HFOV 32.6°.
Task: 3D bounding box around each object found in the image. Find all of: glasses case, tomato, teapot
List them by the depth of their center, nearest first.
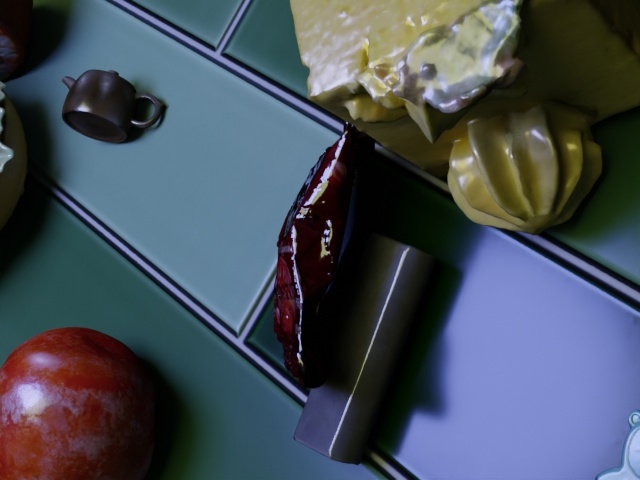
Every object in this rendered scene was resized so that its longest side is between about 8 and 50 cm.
[{"bbox_3d":[0.037,0.090,0.914,0.072,0.042,0.190,18,86,54],"label":"glasses case"},{"bbox_3d":[-0.230,0.171,1.024,0.187,0.151,0.187,176,90,-75],"label":"tomato"},{"bbox_3d":[-0.225,-0.150,1.172,0.121,0.076,0.068,11,71,11],"label":"teapot"}]

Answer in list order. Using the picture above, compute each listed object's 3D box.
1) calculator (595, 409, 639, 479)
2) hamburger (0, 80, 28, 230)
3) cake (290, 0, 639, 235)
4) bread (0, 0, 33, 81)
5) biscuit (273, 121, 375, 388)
[{"bbox_3d":[0.232,0.188,0.752,0.094,0.019,0.141,-3,74,39],"label":"calculator"},{"bbox_3d":[-0.453,-0.080,1.224,0.274,0.212,0.274,-15,65,36],"label":"hamburger"},{"bbox_3d":[0.123,-0.166,0.818,0.222,0.227,0.286,-26,59,29],"label":"cake"},{"bbox_3d":[-0.482,-0.276,1.250,0.295,0.327,0.114,5,77,-4],"label":"bread"},{"bbox_3d":[0.000,0.001,0.915,0.151,0.063,0.235,160,126,-80],"label":"biscuit"}]
